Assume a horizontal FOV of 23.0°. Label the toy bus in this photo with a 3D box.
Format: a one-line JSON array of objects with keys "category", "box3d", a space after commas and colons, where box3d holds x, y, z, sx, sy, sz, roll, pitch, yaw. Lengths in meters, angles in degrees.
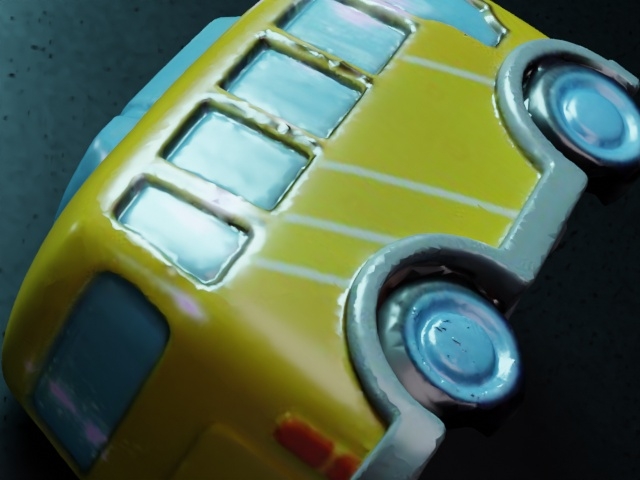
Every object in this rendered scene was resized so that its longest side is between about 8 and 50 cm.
[{"category": "toy bus", "box3d": [0.000, 0.000, 0.476, 0.136, 0.126, 0.209, 36, 48, 1]}]
